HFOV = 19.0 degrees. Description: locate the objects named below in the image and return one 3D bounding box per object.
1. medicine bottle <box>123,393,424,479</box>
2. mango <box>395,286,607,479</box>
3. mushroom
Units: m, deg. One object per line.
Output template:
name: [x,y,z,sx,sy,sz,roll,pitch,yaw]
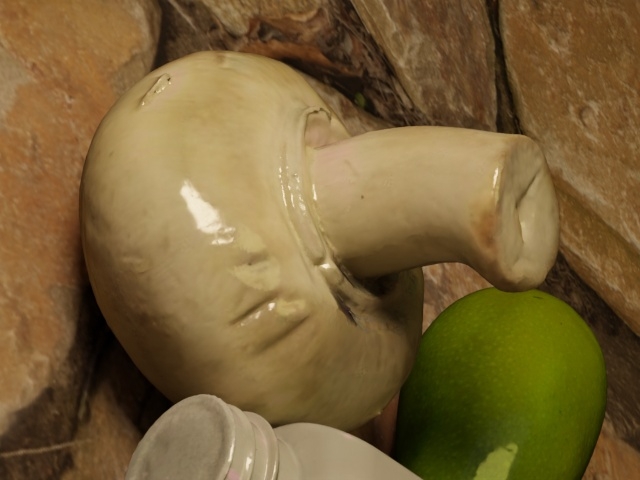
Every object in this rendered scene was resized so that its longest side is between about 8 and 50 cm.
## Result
medicine bottle: [0.008,0.230,1.382,0.324,0.179,0.124,34,40,-35]
mango: [0.147,0.163,1.658,0.192,0.156,0.343,53,33,-11]
mushroom: [-0.021,0.023,1.444,0.356,0.315,0.315,31,25,20]
